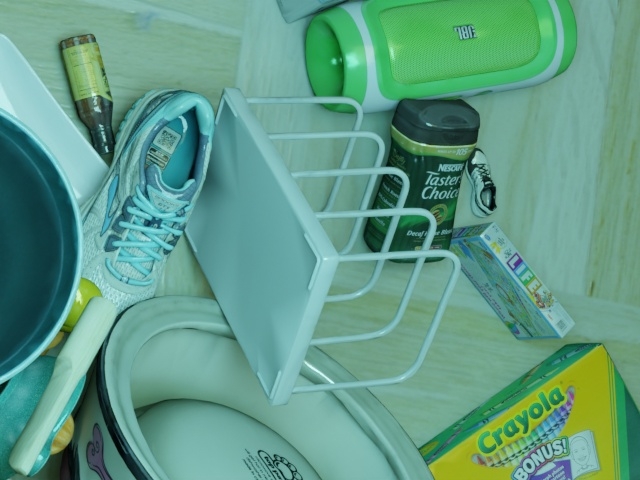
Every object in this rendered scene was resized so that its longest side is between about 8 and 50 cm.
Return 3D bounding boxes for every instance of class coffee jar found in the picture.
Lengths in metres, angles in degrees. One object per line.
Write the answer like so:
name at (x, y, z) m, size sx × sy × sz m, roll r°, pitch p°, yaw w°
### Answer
coffee jar at (0.114, -0.069, 1.921) m, size 0.096 × 0.079 × 0.184 m, roll -3°, pitch 118°, yaw -30°

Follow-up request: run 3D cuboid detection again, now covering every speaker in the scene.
speaker at (0.138, -0.221, 1.961) m, size 0.297 × 0.131 × 0.131 m, roll -11°, pitch 90°, yaw -23°

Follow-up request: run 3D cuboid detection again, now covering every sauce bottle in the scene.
sauce bottle at (-0.243, -0.154, 1.840) m, size 0.042 × 0.042 × 0.128 m, roll -16°, pitch 95°, yaw -23°

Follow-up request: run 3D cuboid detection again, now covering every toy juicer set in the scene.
toy juicer set at (-0.250, 0.134, 1.623) m, size 0.089 × 0.329 × 0.209 m, roll 40°, pitch 72°, yaw -20°

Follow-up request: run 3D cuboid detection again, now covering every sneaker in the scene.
sneaker at (0.192, -0.069, 2.019) m, size 0.032 × 0.037 × 0.083 m, roll -10°, pitch 88°, yaw -21°
sneaker at (-0.185, -0.030, 1.762) m, size 0.110 × 0.122 × 0.283 m, roll 21°, pitch 79°, yaw -22°

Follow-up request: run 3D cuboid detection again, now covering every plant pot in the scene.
plant pot at (-0.384, 0.010, 1.603) m, size 0.272 × 0.255 × 0.271 m, roll 2°, pitch 86°, yaw -23°

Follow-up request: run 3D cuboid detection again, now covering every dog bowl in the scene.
dog bowl at (-0.077, 0.248, 1.716) m, size 0.408 × 0.408 × 0.150 m, roll 28°, pitch 116°, yaw -19°

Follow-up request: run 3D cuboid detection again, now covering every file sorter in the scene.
file sorter at (0.000, 0.000, 1.778) m, size 0.173 × 0.277 × 0.193 m, roll -2°, pitch 130°, yaw -27°

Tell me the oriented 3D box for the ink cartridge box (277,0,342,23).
ink cartridge box at (0.049, -0.321, 1.882) m, size 0.154 × 0.212 × 0.093 m, roll -23°, pitch 95°, yaw -22°

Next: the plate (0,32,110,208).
plate at (-0.354, -0.027, 1.781) m, size 0.277 × 0.045 × 0.278 m, roll -41°, pitch 102°, yaw -19°

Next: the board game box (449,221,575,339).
board game box at (0.213, 0.048, 1.983) m, size 0.026 × 0.103 × 0.154 m, roll -44°, pitch 103°, yaw -20°

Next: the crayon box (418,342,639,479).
crayon box at (0.242, 0.257, 1.992) m, size 0.278 × 0.081 × 0.165 m, roll -32°, pitch 99°, yaw -22°
